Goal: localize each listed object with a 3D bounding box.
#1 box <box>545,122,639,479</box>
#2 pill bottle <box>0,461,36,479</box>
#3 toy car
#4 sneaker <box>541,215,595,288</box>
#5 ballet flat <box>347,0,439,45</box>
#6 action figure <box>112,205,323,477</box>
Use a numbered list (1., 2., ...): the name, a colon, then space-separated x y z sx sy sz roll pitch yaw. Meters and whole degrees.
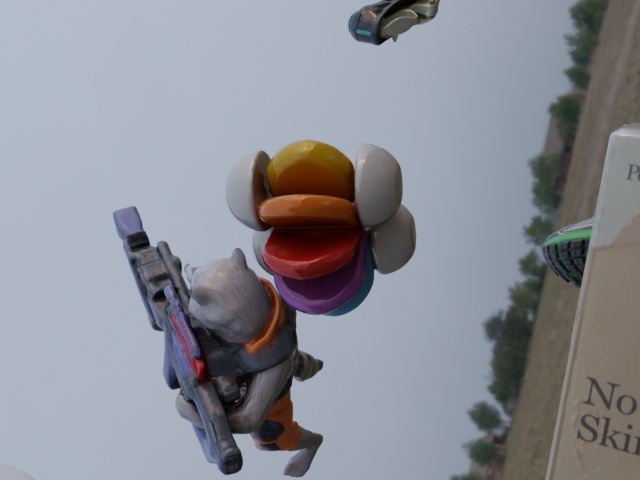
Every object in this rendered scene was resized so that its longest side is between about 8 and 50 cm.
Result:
1. box: 0.208 0.097 0.483 0.121 0.148 0.311 -22 -60 -65
2. pill bottle: -0.242 0.325 0.408 0.229 0.229 0.407 1 -91 -76
3. toy car: 0.000 0.000 0.800 0.182 0.159 0.136 68 -156 -51
4. sneaker: 0.525 -0.018 1.391 0.134 0.344 0.146 57 -151 -34
5. ballet flat: 0.133 -0.346 1.321 0.203 0.074 0.074 -32 -40 -30
6. action figure: -0.097 0.094 0.971 0.330 0.179 0.341 85 159 -63
